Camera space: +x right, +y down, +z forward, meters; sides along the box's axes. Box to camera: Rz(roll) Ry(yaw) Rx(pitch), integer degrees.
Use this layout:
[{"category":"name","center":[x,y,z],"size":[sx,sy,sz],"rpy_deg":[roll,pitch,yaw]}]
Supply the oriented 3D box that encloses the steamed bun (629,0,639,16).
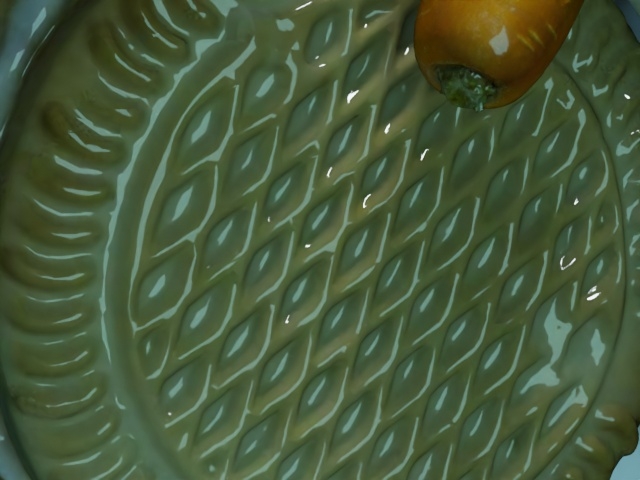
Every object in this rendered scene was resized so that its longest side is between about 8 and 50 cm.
[{"category":"steamed bun","center":[0.187,-0.128,0.646],"size":[0.200,0.170,0.225],"rpy_deg":[68,36,-57]}]

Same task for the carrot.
[{"category":"carrot","center":[0.092,-0.138,0.571],"size":[0.043,0.043,0.248],"rpy_deg":[43,66,-28]}]

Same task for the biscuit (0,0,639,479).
[{"category":"biscuit","center":[0.000,0.000,0.592],"size":[0.259,0.079,0.259],"rpy_deg":[-5,101,-29]}]
